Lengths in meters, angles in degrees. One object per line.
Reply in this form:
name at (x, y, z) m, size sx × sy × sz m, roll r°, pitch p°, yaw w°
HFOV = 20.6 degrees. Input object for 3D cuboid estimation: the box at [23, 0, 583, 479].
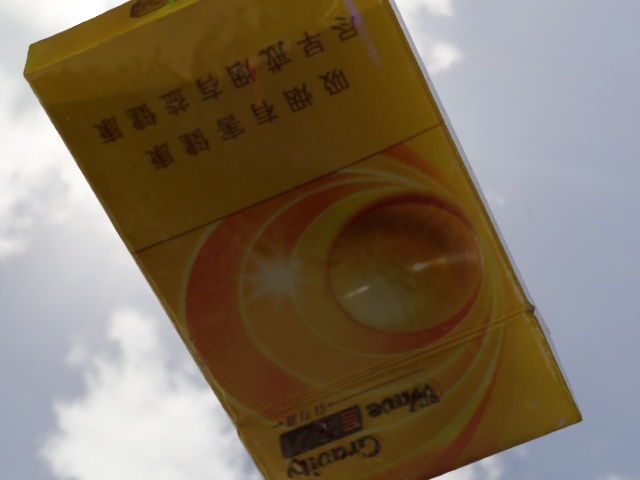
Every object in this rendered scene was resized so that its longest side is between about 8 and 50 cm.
box at (0.000, 0.000, 0.780) m, size 0.043 × 0.152 × 0.269 m, roll -95°, pitch -19°, yaw -58°
